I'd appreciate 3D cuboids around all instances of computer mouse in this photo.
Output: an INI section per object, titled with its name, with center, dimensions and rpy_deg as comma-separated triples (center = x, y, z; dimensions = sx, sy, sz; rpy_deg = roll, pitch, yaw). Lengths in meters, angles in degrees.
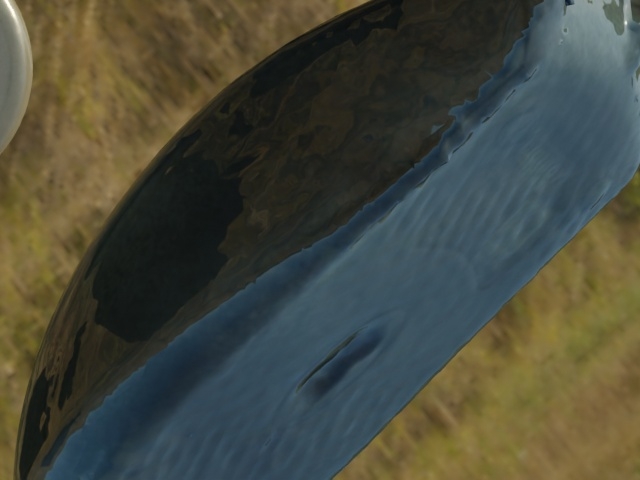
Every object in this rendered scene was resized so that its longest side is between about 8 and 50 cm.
[computer mouse]
center = 0.000, 0.000, 0.720
dimensions = 0.371, 0.122, 0.188
rpy_deg = -42, 152, 9

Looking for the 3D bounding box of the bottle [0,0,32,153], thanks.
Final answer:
[bottle]
center = -0.183, -0.070, 0.676
dimensions = 0.097, 0.110, 0.209
rpy_deg = -60, -157, -6
